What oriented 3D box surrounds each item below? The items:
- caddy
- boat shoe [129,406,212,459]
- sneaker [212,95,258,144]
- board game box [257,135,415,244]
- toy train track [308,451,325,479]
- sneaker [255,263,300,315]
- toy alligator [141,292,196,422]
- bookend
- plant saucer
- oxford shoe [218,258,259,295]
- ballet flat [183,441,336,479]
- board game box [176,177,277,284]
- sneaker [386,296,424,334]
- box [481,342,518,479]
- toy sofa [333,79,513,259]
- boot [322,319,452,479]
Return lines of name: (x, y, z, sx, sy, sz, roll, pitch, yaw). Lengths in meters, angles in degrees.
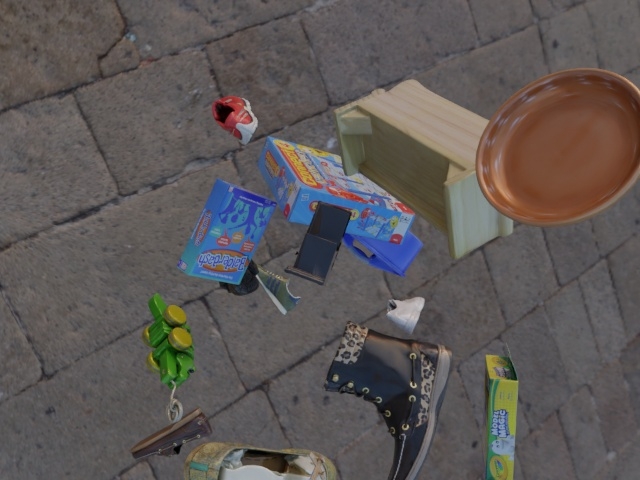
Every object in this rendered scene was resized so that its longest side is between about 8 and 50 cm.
caddy: (0.178, -0.010, 2.033, 0.341, 0.241, 0.179, 39, 91, -10)
boat shoe: (-0.349, 0.468, 1.397, 0.207, 0.073, 0.073, -30, 91, 13)
sneaker: (-0.271, -0.384, 1.781, 0.118, 0.279, 0.107, 27, 102, -34)
board game box: (0.029, -0.126, 1.458, 0.302, 0.308, 0.086, 11, 116, -27)
toy train track: (-0.004, 0.342, 0.877, 0.048, 0.014, 0.083, 64, 20, -8)
sneaker: (-0.138, 0.138, 1.896, 0.086, 0.064, 0.192, -35, 83, -4)
toy alligator: (-0.172, 0.141, 0.719, 0.056, 0.189, 0.051, -44, 135, 18)
bookend: (0.000, 0.000, 1.102, 0.072, 0.157, 0.156, 20, 87, 4)
plant saucer: (0.281, -0.105, 0.700, 0.037, 0.200, 0.199, 30, 78, -45)
oxford shoe: (-0.214, 0.107, 1.537, 0.096, 0.227, 0.082, -38, 100, 4)
ballet flat: (-0.081, 0.441, 1.107, 0.349, 0.123, 0.123, 22, 82, -34)
board game box: (-0.201, -0.014, 1.308, 0.160, 0.047, 0.210, 17, 101, -53)
sneaker: (0.226, 0.186, 1.639, 0.094, 0.212, 0.080, 24, 102, 9)
box: (0.260, 0.246, 0.870, 0.043, 0.105, 0.179, 4, 98, 11)
toy sofa: (0.189, -0.139, 1.042, 0.177, 0.362, 0.150, -27, 130, -17)
boot: (0.143, 0.395, 1.463, 0.284, 0.138, 0.377, 20, 76, 4)
